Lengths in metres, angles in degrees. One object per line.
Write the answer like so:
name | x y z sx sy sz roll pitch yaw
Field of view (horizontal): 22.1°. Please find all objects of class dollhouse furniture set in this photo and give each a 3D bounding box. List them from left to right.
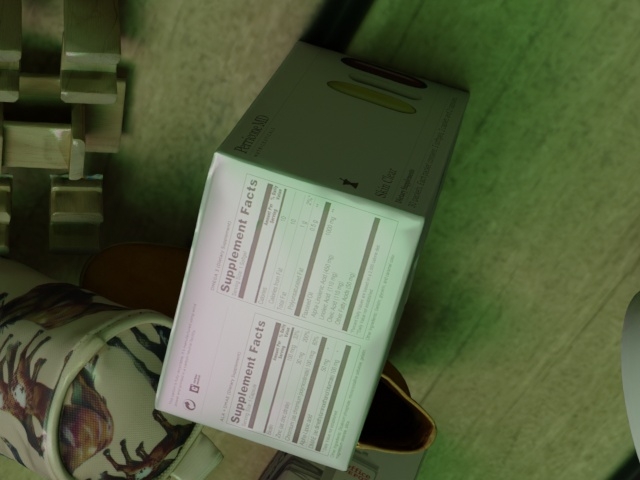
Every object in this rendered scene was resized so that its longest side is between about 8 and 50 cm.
dollhouse furniture set | -0.283 -0.120 1.334 0.242 0.161 0.212 2 133 -11

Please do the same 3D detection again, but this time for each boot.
boot | -0.052 0.085 1.347 0.295 0.211 0.104 24 89 -13

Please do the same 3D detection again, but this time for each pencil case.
pencil case | -0.270 0.101 1.376 0.410 0.160 0.183 15 140 43

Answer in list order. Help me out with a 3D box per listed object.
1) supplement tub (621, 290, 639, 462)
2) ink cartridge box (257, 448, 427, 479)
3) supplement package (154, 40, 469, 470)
supplement tub | 0.410 0.096 1.178 0.331 0.241 0.241 -16 122 29
ink cartridge box | -0.024 0.293 1.466 0.117 0.283 0.207 30 132 -2
supplement package | 0.000 0.000 1.195 0.145 0.262 0.204 17 115 4
